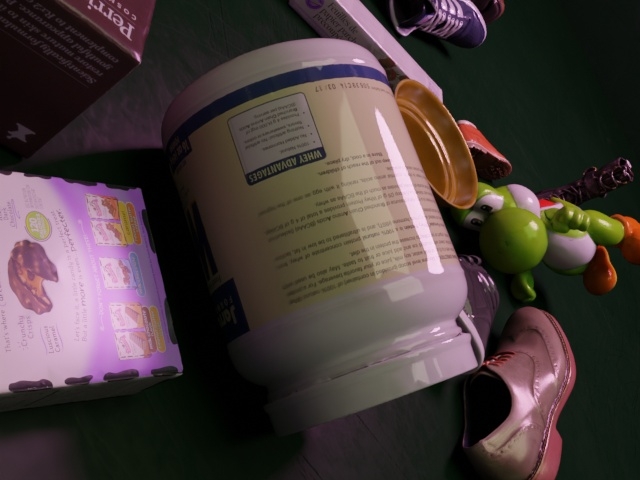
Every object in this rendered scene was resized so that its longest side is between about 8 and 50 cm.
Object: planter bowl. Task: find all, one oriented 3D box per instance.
[{"bbox_3d":[0.144,-0.130,1.137,0.217,0.090,0.217,32,45,-39],"label":"planter bowl"}]

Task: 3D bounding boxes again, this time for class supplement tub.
[{"bbox_3d":[0.000,0.000,0.719,0.235,0.235,0.324,-3,70,-54],"label":"supplement tub"}]

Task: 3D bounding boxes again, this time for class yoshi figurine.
[{"bbox_3d":[0.392,0.011,1.273,0.362,0.203,0.203,15,88,-21],"label":"yoshi figurine"}]

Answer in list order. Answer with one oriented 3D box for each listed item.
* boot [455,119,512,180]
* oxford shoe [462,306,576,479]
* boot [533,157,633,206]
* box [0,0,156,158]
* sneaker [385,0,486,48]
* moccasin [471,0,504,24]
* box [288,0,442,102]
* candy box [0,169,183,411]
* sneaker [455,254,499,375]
[{"bbox_3d":[0.311,-0.174,1.428,0.158,0.059,0.084,27,42,-40],"label":"boot"},{"bbox_3d":[0.279,0.199,1.069,0.130,0.123,0.348,45,36,-16],"label":"oxford shoe"},{"bbox_3d":[0.499,-0.092,1.466,0.091,0.229,0.263,61,33,-3],"label":"boot"},{"bbox_3d":[-0.242,-0.215,0.600,0.168,0.167,0.203,34,43,-37],"label":"box"},{"bbox_3d":[0.223,-0.433,1.444,0.282,0.099,0.153,30,40,-30],"label":"sneaker"},{"bbox_3d":[0.315,-0.682,1.709,0.380,0.139,0.147,47,36,-24],"label":"moccasin"},{"bbox_3d":[0.082,-0.307,1.200,0.324,0.063,0.067,37,40,-34],"label":"box"},{"bbox_3d":[-0.213,0.037,0.553,0.196,0.070,0.164,6,63,-53],"label":"candy box"},{"bbox_3d":[0.158,0.029,1.043,0.295,0.105,0.147,63,31,-10],"label":"sneaker"}]
